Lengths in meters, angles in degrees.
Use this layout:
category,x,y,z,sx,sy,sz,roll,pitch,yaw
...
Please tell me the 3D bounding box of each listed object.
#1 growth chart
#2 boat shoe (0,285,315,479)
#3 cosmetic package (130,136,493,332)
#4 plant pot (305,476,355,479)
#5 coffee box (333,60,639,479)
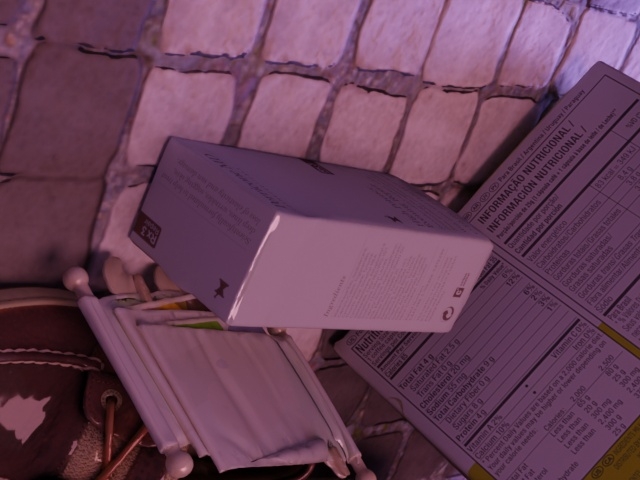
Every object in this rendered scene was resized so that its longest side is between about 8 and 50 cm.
category,x,y,z,sx,sy,sz,roll,pitch,yaw
growth chart,-0.061,0.090,0.814,0.021,0.172,0.237,-41,151,20
boat shoe,-0.130,0.121,0.791,0.342,0.123,0.123,20,103,-51
cosmetic package,0.000,0.000,0.840,0.231,0.117,0.085,7,112,-49
plant pot,0.025,0.304,1.019,0.274,0.256,0.256,-4,122,-62
coffee box,0.283,0.122,1.041,0.338,0.334,0.337,-47,142,-4
